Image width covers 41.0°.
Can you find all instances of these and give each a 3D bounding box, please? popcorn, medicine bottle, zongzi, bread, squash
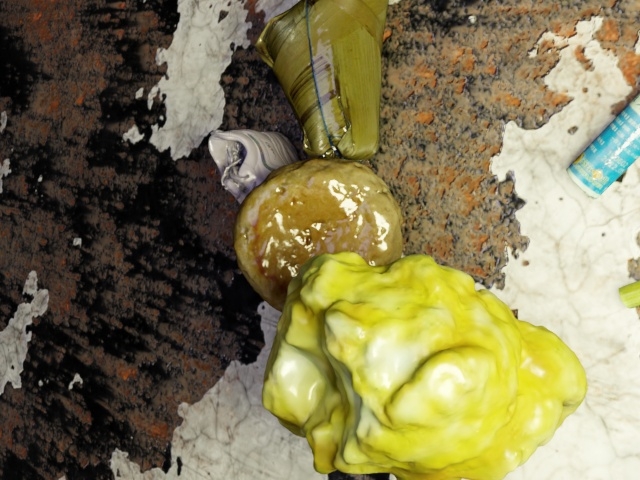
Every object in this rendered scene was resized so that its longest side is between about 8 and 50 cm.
[{"bbox_3d":[0.098,0.140,0.971,0.334,0.292,0.293,17,121,48],"label":"popcorn"},{"bbox_3d":[0.353,-0.129,0.940,0.191,0.051,0.051,-50,54,26],"label":"medicine bottle"},{"bbox_3d":[0.065,-0.269,1.184,0.289,0.123,0.260,-36,65,28],"label":"zongzi"},{"bbox_3d":[0.000,0.000,1.158,0.230,0.123,0.229,0,94,3],"label":"bread"},{"bbox_3d":[0.364,0.047,0.918,0.083,0.027,0.027,-29,65,36],"label":"squash"}]

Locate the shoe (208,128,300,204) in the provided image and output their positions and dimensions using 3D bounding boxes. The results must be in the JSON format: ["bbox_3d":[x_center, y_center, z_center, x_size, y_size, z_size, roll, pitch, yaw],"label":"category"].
[{"bbox_3d":[-0.081,-0.070,1.269,0.095,0.138,0.245,-44,57,34],"label":"shoe"}]
